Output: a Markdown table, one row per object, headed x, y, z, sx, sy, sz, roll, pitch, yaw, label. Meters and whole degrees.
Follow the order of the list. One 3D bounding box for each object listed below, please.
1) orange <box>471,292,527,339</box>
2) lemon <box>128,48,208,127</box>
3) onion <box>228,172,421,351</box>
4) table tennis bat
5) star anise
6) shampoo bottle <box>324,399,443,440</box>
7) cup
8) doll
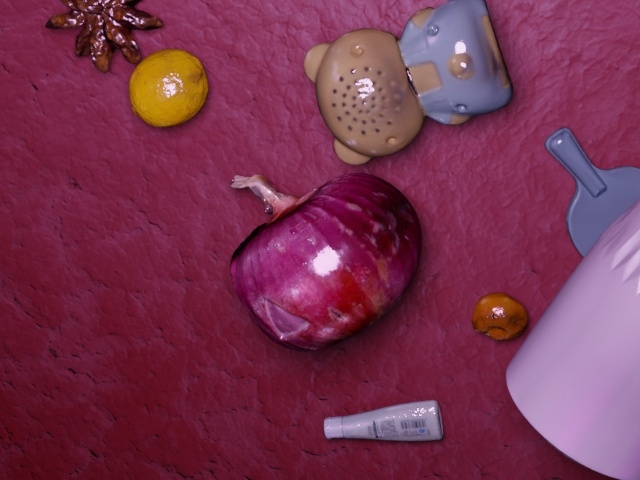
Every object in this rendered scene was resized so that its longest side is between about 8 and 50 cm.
| x | y | z | sx | sy | sz | roll | pitch | yaw | label |
| --- | --- | --- | --- | --- | --- | --- | --- | --- | --- |
| 0.271 | 0.110 | 1.390 | 0.086 | 0.062 | 0.086 | 8 | 151 | 5 | orange |
| -0.223 | -0.221 | 1.344 | 0.133 | 0.109 | 0.109 | -26 | 102 | 23 | lemon |
| 0.023 | 0.020 | 1.314 | 0.230 | 0.256 | 0.272 | -32 | 124 | 34 | onion |
| 0.407 | -0.061 | 1.320 | 0.153 | 0.040 | 0.244 | -39 | 101 | 14 | table tennis bat |
| -0.345 | -0.344 | 1.347 | 0.234 | 0.073 | 0.177 | 17 | 102 | 12 | star anise |
| 0.101 | 0.299 | 1.498 | 0.190 | 0.041 | 0.069 | -8 | 113 | 13 | shampoo bottle |
| 0.441 | 0.120 | 1.245 | 0.253 | 0.253 | 0.371 | 27 | 116 | 1 | cup |
| 0.119 | -0.218 | 1.254 | 0.260 | 0.161 | 0.177 | -17 | 106 | 13 | doll |
